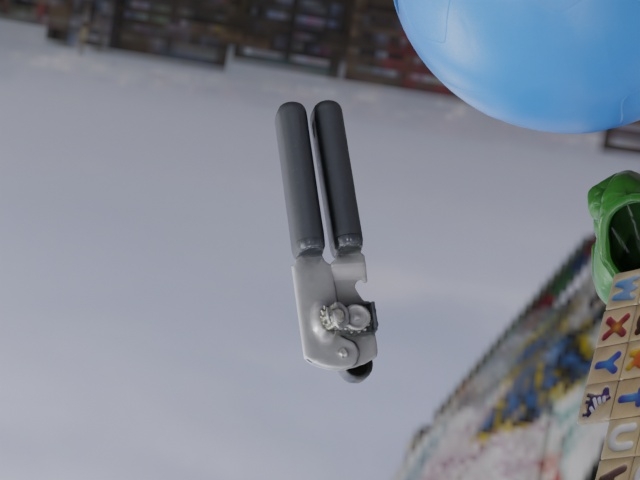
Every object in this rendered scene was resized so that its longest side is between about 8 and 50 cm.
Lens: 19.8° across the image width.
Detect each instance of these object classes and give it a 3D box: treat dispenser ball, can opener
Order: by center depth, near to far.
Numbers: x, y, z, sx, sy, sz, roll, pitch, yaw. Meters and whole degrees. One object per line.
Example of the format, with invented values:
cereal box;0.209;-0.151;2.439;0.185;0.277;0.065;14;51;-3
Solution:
treat dispenser ball;0.195;-0.226;1.422;0.288;0.288;0.288;9;-177;0
can opener;0.000;0.000;1.786;0.074;0.280;0.093;-4;164;-15

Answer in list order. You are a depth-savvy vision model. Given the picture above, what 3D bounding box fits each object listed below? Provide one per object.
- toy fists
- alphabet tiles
toy fists;0.332;0.066;1.869;0.096;0.279;0.142;-13;-174;13
alphabet tiles;0.305;0.115;1.586;0.009;0.237;0.198;35;149;-30
